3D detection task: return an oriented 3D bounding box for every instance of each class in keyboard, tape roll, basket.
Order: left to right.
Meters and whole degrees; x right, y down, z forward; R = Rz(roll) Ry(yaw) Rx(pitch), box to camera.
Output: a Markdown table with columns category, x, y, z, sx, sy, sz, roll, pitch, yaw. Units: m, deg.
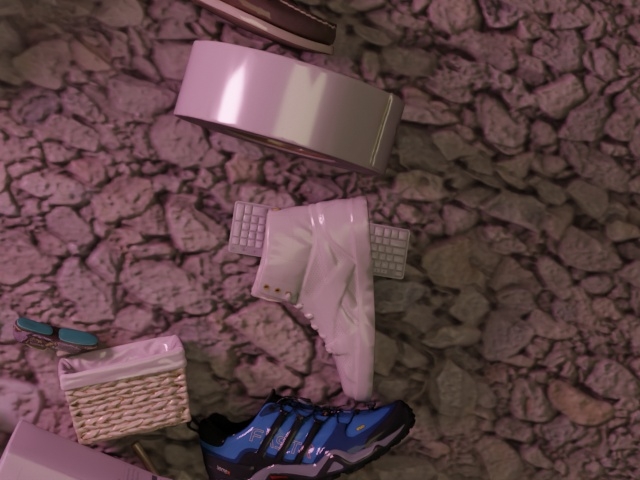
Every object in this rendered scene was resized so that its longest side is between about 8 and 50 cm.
| category | x | y | z | sx | sy | sz | roll | pitch | yaw |
| --- | --- | --- | --- | --- | --- | --- | --- | --- | --- |
| basket | -0.256 | 0.198 | 1.668 | 0.167 | 0.113 | 0.103 | -12 | 99 | -10 |
| tape roll | -0.038 | -0.166 | 1.600 | 0.286 | 0.286 | 0.100 | 16 | 90 | -13 |
| keyboard | 0.000 | 0.000 | 1.760 | 0.256 | 0.014 | 0.072 | 9 | 92 | -13 |

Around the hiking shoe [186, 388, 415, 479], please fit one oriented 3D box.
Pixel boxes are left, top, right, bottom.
| category | x | y | z | sx | sy | sz | roll | pitch | yaw |
| --- | --- | --- | --- | --- | --- | --- | --- | --- | --- |
| hiking shoe | -0.025 | 0.259 | 1.700 | 0.304 | 0.113 | 0.132 | -19 | 92 | 5 |

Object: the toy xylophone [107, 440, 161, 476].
| category | x | y | z | sx | sy | sz | roll | pitch | yaw |
| --- | --- | --- | --- | --- | --- | --- | --- | --- | --- |
| toy xylophone | -0.291 | 0.410 | 1.693 | 0.236 | 0.081 | 0.323 | -38 | 101 | -8 |

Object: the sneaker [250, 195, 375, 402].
| category | x | y | z | sx | sy | sz | roll | pitch | yaw |
| --- | --- | --- | --- | --- | --- | --- | --- | --- | --- |
| sneaker | -0.009 | 0.086 | 1.723 | 0.169 | 0.108 | 0.293 | -5 | 104 | 0 |

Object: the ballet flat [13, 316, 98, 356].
| category | x | y | z | sx | sy | sz | roll | pitch | yaw |
| --- | --- | --- | --- | --- | --- | --- | --- | --- | --- |
| ballet flat | -0.357 | 0.134 | 1.683 | 0.114 | 0.041 | 0.041 | 16 | 91 | -13 |

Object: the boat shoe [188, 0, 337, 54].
| category | x | y | z | sx | sy | sz | roll | pitch | yaw |
| --- | --- | --- | --- | --- | --- | --- | --- | --- | --- |
| boat shoe | -0.119 | -0.340 | 1.658 | 0.324 | 0.116 | 0.097 | 22 | 92 | -7 |

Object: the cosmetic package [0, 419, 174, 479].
| category | x | y | z | sx | sy | sz | roll | pitch | yaw |
| --- | --- | --- | --- | --- | --- | --- | --- | --- | --- |
| cosmetic package | -0.322 | 0.380 | 1.564 | 0.224 | 0.138 | 0.224 | 23 | 96 | -8 |
